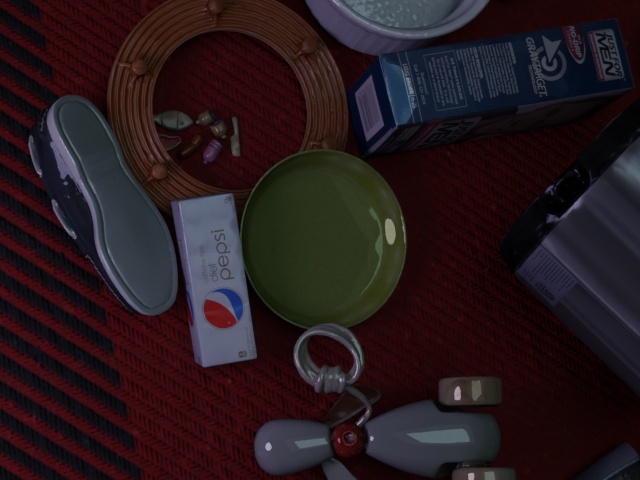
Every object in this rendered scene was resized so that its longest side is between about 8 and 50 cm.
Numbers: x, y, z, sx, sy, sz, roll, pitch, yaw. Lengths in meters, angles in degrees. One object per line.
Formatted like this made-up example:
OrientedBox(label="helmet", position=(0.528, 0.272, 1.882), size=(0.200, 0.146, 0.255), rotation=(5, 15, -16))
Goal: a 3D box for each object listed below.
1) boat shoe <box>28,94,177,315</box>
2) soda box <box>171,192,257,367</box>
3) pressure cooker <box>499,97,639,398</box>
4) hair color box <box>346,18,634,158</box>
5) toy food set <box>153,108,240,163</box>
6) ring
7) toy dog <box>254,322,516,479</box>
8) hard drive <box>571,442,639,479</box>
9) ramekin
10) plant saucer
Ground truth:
OrientedBox(label="boat shoe", position=(-0.279, -0.036, 1.771), size=(0.114, 0.091, 0.302), rotation=(-15, 80, -44))
OrientedBox(label="soda box", position=(-0.137, 0.050, 1.773), size=(0.074, 0.069, 0.216), rotation=(-9, 94, -15))
OrientedBox(label="pressure cooker", position=(0.488, 0.033, 1.779), size=(0.420, 0.370, 0.375), rotation=(45, 104, 10))
OrientedBox(label="hair color box", position=(0.228, -0.204, 1.882), size=(0.347, 0.174, 0.105), rotation=(-11, 82, -15))
OrientedBox(label="toy food set", position=(-0.168, -0.139, 1.852), size=(0.122, 0.019, 0.078), rotation=(-3, 80, -14))
OrientedBox(label="ring", position=(-0.116, -0.176, 1.843), size=(0.337, 0.032, 0.336), rotation=(3, 82, -21))
OrientedBox(label="toy dog", position=(0.095, 0.255, 1.792), size=(0.334, 0.161, 0.220), rotation=(17, 78, 6))
OrientedBox(label="hard drive", position=(0.369, 0.408, 1.843), size=(0.255, 0.054, 0.172), rotation=(-37, 89, -12))
OrientedBox(label="ramekin", position=(0.099, -0.389, 1.909), size=(0.277, 0.135, 0.277), rotation=(3, 78, -14))
OrientedBox(label="plant saucer", position=(0.000, 0.000, 1.837), size=(0.241, 0.037, 0.241), rotation=(2, 86, -24))
